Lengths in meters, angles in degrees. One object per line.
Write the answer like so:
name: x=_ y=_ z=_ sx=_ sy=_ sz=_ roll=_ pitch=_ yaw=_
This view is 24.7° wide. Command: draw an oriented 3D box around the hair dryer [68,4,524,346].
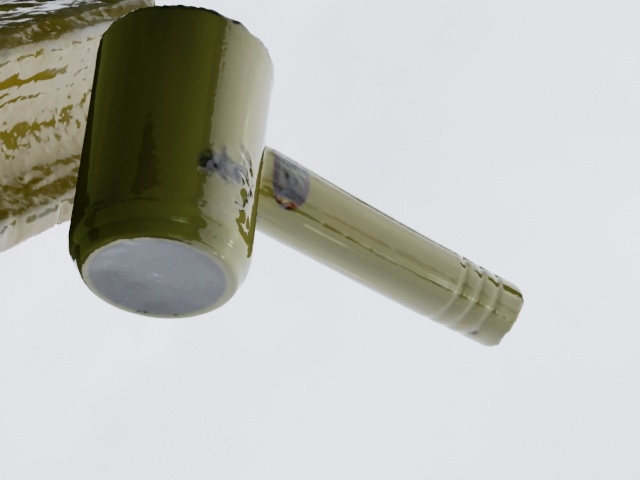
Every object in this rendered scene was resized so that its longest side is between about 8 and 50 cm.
hair dryer: x=0.000 y=0.000 z=0.763 sx=0.090 sy=0.279 sz=0.134 roll=-33 pitch=-138 yaw=39

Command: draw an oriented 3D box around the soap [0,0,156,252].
soap: x=-0.294 y=-0.064 z=0.947 sx=0.294 sy=0.156 sz=0.335 roll=6 pitch=-158 yaw=29
